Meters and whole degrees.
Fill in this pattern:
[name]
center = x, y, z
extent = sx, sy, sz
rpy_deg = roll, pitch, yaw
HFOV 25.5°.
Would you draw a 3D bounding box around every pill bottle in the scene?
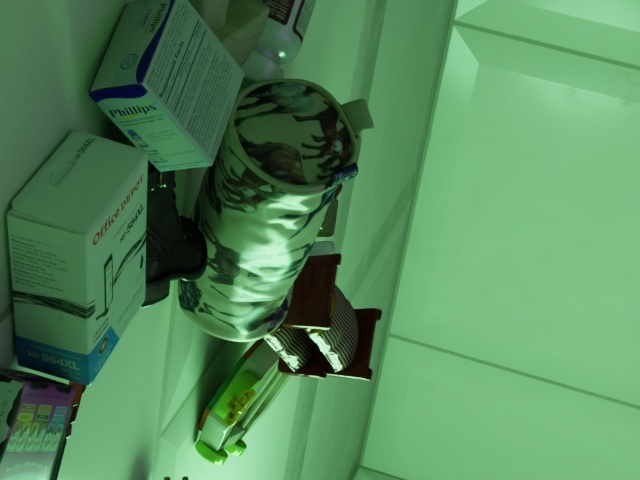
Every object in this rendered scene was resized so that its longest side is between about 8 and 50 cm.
[pill bottle]
center = -0.069, -0.290, 1.726
extent = 0.121, 0.121, 0.221
rpy_deg = 62, 45, -75

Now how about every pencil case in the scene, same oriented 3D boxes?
[pencil case]
center = -0.069, -0.027, 1.784
extent = 0.410, 0.184, 0.160
rpy_deg = 116, -32, -55

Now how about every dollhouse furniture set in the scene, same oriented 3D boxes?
[dollhouse furniture set]
center = 0.000, 0.000, 2.113
extent = 0.201, 0.152, 0.374
rpy_deg = 51, 43, -57

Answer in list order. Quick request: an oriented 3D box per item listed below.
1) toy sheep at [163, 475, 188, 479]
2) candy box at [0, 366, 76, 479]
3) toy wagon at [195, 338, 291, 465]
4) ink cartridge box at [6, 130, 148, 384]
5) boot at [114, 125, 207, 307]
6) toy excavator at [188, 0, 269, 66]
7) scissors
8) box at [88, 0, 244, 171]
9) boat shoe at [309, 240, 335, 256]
[toy sheep]
center = -0.219, 0.389, 2.045
extent = 0.132, 0.091, 0.091
rpy_deg = -5, 112, -59
[candy box]
center = -0.320, 0.238, 1.342
extent = 0.159, 0.071, 0.233
rpy_deg = 47, 58, -78
[toy wagon]
center = -0.106, 0.235, 2.272
extent = 0.267, 0.068, 0.344
rpy_deg = -55, 170, 6
[ink cartridge box]
center = -0.237, 0.017, 1.405
extent = 0.148, 0.086, 0.203
rpy_deg = -62, 165, -47
[boot]
center = -0.179, -0.061, 1.600
extent = 0.263, 0.091, 0.229
rpy_deg = -57, 155, -71
[toy excavator]
center = -0.052, -0.445, 1.493
extent = 0.445, 0.222, 0.433
rpy_deg = -54, 162, -22
[scissors]
center = -0.266, 0.178, 1.485
extent = 0.297, 0.021, 0.109
rpy_deg = -85, -171, -57
[box]
center = -0.155, -0.161, 1.449
extent = 0.137, 0.072, 0.126
rpy_deg = 51, 45, -43
[boat shoe]
center = -0.042, 0.064, 2.319
extent = 0.306, 0.113, 0.105
rpy_deg = -18, 95, -77
